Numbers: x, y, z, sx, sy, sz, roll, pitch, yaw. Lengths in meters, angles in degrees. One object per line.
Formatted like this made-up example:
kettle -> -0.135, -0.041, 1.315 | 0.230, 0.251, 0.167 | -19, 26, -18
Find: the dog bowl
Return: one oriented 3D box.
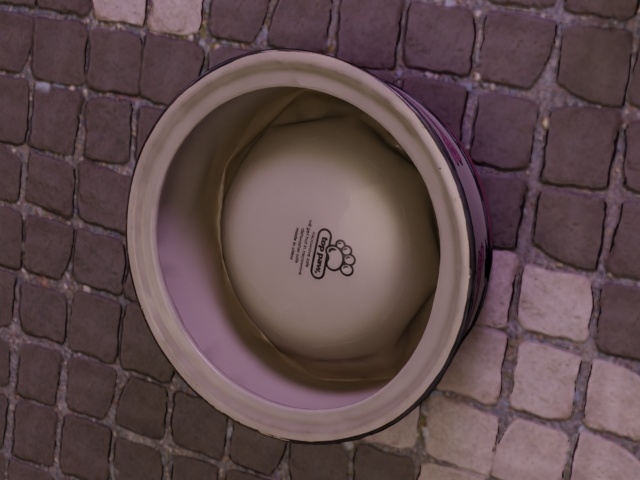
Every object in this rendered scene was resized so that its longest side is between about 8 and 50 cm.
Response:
dog bowl -> 0.000, 0.000, 1.429 | 0.408, 0.150, 0.407 | 5, 100, 28
